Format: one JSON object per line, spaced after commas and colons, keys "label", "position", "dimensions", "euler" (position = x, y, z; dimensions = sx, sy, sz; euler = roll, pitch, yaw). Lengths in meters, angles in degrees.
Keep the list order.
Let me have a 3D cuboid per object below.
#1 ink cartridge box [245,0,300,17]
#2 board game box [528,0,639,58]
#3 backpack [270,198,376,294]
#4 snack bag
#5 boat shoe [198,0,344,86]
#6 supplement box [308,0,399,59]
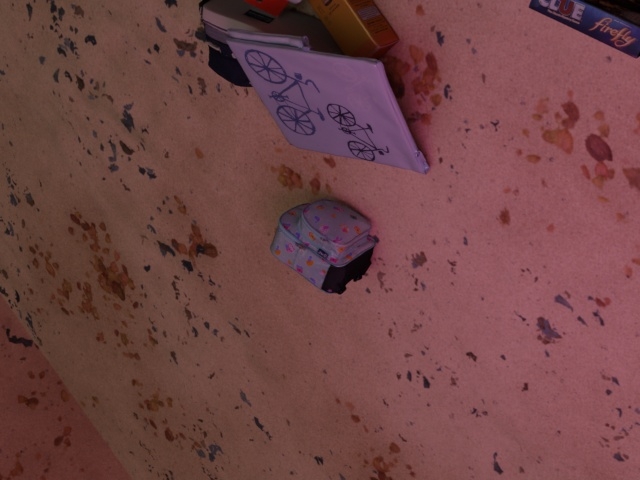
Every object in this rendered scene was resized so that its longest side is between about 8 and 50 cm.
{"label": "ink cartridge box", "position": [-0.106, -0.459, 1.653], "dimensions": [0.145, 0.045, 0.179], "euler": [22, 152, -21]}
{"label": "board game box", "position": [0.419, -0.333, 1.297], "dimensions": [0.165, 0.243, 0.042], "euler": [32, 128, 23]}
{"label": "backpack", "position": [0.000, 0.000, 1.869], "dimensions": [0.188, 0.166, 0.144], "euler": [26, 125, 24]}
{"label": "snack bag", "position": [0.019, -0.255, 1.708], "dimensions": [0.342, 0.037, 0.323], "euler": [15, 154, 33]}
{"label": "boat shoe", "position": [-0.087, -0.359, 1.809], "dimensions": [0.340, 0.127, 0.158], "euler": [31, 142, 26]}
{"label": "supplement box", "position": [0.039, -0.430, 1.680], "dimensions": [0.078, 0.080, 0.233], "euler": [-36, 89, 44]}
